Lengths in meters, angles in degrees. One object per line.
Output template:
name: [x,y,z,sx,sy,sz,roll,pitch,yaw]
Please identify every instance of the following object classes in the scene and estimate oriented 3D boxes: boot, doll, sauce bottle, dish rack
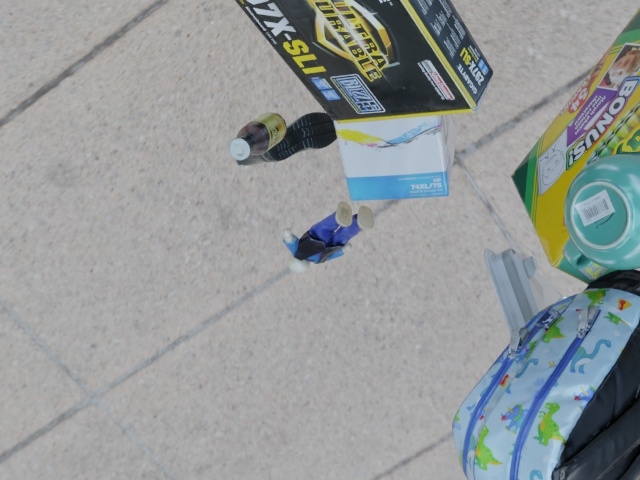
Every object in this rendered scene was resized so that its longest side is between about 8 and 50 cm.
boot: [-0.070,-0.207,1.588,0.198,0.137,0.076,-21,98,-35]
doll: [0.000,0.000,1.201,0.129,0.046,0.189,10,150,-28]
sauce bottle: [-0.076,-0.123,0.924,0.042,0.128,0.042,6,113,14]
dish rack: [0.420,0.165,1.377,0.072,0.285,0.333,-29,141,23]

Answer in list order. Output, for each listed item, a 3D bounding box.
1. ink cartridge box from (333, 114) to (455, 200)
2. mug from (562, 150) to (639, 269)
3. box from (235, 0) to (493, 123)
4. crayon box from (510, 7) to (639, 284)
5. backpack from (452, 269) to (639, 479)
ink cartridge box: [0.141,-0.243,1.465,0.197,0.198,0.270,-2,130,17]
mug: [0.335,-0.020,0.858,0.097,0.129,0.157,-8,116,-36]
box: [0.038,-0.291,1.004,0.322,0.257,0.079,46,63,-37]
crayon box: [0.469,-0.153,1.197,0.106,0.313,0.363,27,117,-12]
backpack: [0.354,0.243,1.075,0.273,0.355,0.290,6,134,33]
